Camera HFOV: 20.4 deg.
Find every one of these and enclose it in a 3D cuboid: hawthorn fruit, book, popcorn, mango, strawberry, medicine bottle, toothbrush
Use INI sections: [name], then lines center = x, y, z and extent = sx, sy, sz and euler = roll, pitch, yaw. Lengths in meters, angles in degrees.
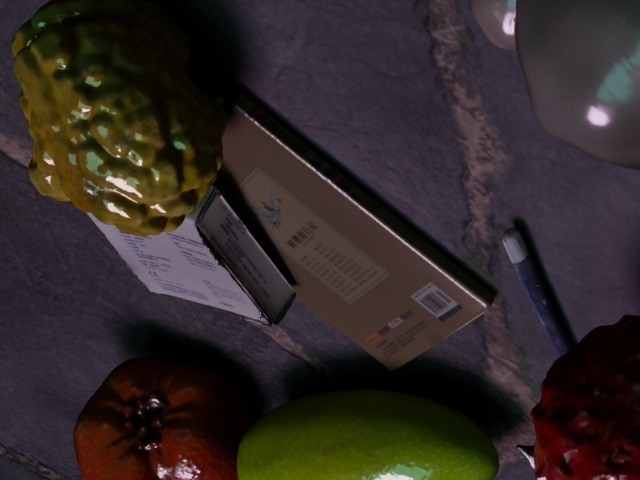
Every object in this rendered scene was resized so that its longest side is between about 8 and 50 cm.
[hawthorn fruit]
center = -0.174, 0.256, 2.085
extent = 0.207, 0.207, 0.243
euler = 22, 157, 20
[book]
center = 0.000, 0.000, 1.742
extent = 0.310, 0.021, 0.217
euler = 39, 149, -7
[popcorn]
center = -0.195, -0.105, 1.608
extent = 0.203, 0.200, 0.226
euler = -30, 124, 33
[mango]
center = 0.053, 0.245, 1.891
extent = 0.343, 0.156, 0.192
euler = -15, 126, 48
[strawberry]
center = 0.329, 0.174, 1.487
extent = 0.292, 0.310, 0.292
euler = 50, 174, 7
[medicine bottle]
center = -0.141, 0.005, 1.812
extent = 0.201, 0.052, 0.171
euler = 12, 147, 44
[toothbrush]
center = 0.222, 0.092, 1.659
extent = 0.026, 0.024, 0.288
euler = 21, 149, 46

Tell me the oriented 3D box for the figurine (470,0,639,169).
[figurine]
center = 0.279, -0.106, 1.174
extent = 0.380, 0.203, 0.248
euler = 39, 144, -9
